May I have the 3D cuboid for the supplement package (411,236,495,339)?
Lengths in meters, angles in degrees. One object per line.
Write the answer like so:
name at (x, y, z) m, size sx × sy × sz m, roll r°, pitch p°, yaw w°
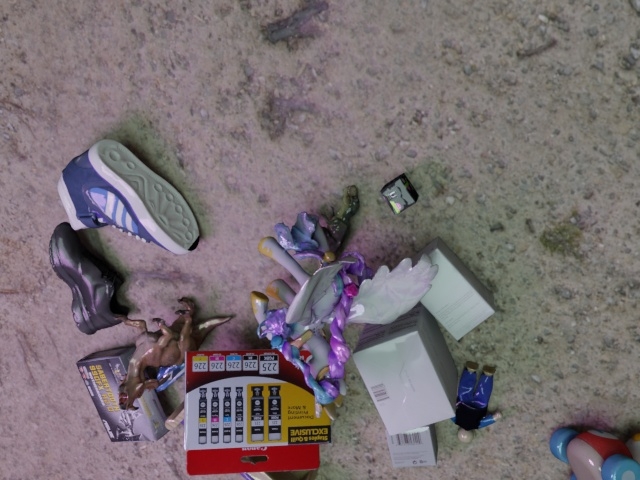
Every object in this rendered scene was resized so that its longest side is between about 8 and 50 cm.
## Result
supplement package at (0.267, 0.098, 1.377) m, size 0.105 × 0.105 × 0.179 m, roll -41°, pitch 93°, yaw 20°

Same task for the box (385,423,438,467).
box at (0.208, 0.448, 1.489) m, size 0.101 × 0.087 × 0.101 m, roll -9°, pitch 103°, yaw 15°

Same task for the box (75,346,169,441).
box at (-0.486, 0.383, 1.615) m, size 0.183 × 0.056 × 0.230 m, roll -13°, pitch 102°, yaw 36°

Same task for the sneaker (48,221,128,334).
sneaker at (-0.545, 0.083, 1.566) m, size 0.130 × 0.109 × 0.286 m, roll -13°, pitch 112°, yaw 8°

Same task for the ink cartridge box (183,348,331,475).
ink cartridge box at (-0.138, 0.373, 1.423) m, size 0.310 × 0.130 × 0.271 m, roll 0°, pitch 80°, yaw -11°

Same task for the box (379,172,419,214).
box at (0.164, -0.097, 1.361) m, size 0.052 × 0.083 × 0.062 m, roll -33°, pitch 95°, yaw 18°

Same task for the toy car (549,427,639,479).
toy car at (0.653, 0.455, 1.363) m, size 0.238 × 0.219 × 0.210 m, roll -29°, pitch 96°, yaw -11°

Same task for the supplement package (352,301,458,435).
supplement package at (0.185, 0.261, 1.386) m, size 0.149 × 0.203 × 0.194 m, roll -22°, pitch 98°, yaw 17°

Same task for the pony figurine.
pony figurine at (0.007, 0.112, 1.266) m, size 0.350 × 0.303 × 0.363 m, roll -61°, pitch 43°, yaw 27°

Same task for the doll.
doll at (0.341, 0.369, 1.461) m, size 0.129 × 0.046 × 0.188 m, roll 13°, pitch 106°, yaw 10°

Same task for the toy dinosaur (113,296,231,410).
toy dinosaur at (-0.351, 0.255, 1.516) m, size 0.127 × 0.296 × 0.200 m, roll 13°, pitch 114°, yaw 55°

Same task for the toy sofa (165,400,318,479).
toy sofa at (-0.194, 0.506, 1.562) m, size 0.362 × 0.150 × 0.177 m, roll 43°, pitch 108°, yaw 0°

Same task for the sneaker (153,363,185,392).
sneaker at (-0.370, 0.319, 1.607) m, size 0.144 × 0.053 × 0.059 m, roll -41°, pitch 91°, yaw 11°

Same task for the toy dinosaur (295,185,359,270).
toy dinosaur at (0.000, 0.000, 1.438) m, size 0.118 × 0.064 × 0.268 m, roll 18°, pitch 111°, yaw 1°

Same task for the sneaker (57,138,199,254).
sneaker at (-0.454, -0.061, 1.506) m, size 0.236 × 0.130 × 0.322 m, roll -30°, pitch 109°, yaw 36°
